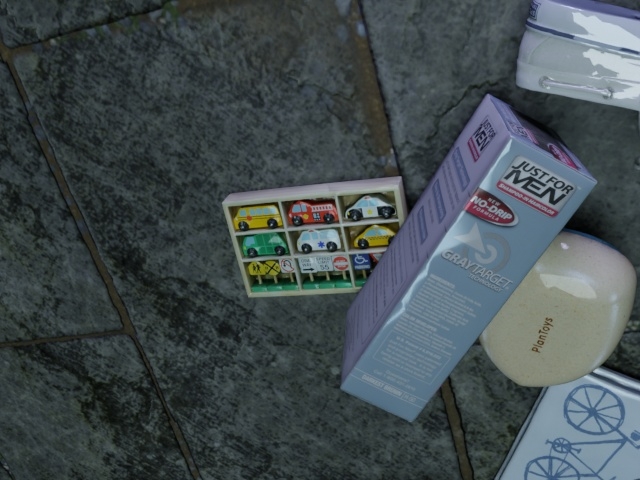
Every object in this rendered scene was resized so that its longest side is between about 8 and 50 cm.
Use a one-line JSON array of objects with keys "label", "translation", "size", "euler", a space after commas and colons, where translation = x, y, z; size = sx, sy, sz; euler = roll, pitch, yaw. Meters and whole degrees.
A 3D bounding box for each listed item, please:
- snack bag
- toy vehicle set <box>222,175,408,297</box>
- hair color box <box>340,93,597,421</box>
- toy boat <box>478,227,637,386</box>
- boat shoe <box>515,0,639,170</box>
[{"label": "snack bag", "translation": [0.474, 0.358, 1.040], "size": [0.343, 0.037, 0.323], "euler": [22, 120, 13]}, {"label": "toy vehicle set", "translation": [0.000, 0.000, 1.003], "size": [0.267, 0.035, 0.166], "euler": [-5, 116, 18]}, {"label": "hair color box", "translation": [0.163, 0.023, 0.851], "size": [0.114, 0.185, 0.374], "euler": [26, 115, -8]}, {"label": "toy boat", "translation": [0.368, 0.107, 0.903], "size": [0.318, 0.148, 0.267], "euler": [21, 135, 10]}, {"label": "boat shoe", "translation": [0.394, -0.152, 0.752], "size": [0.367, 0.136, 0.156], "euler": [17, 121, 10]}]
